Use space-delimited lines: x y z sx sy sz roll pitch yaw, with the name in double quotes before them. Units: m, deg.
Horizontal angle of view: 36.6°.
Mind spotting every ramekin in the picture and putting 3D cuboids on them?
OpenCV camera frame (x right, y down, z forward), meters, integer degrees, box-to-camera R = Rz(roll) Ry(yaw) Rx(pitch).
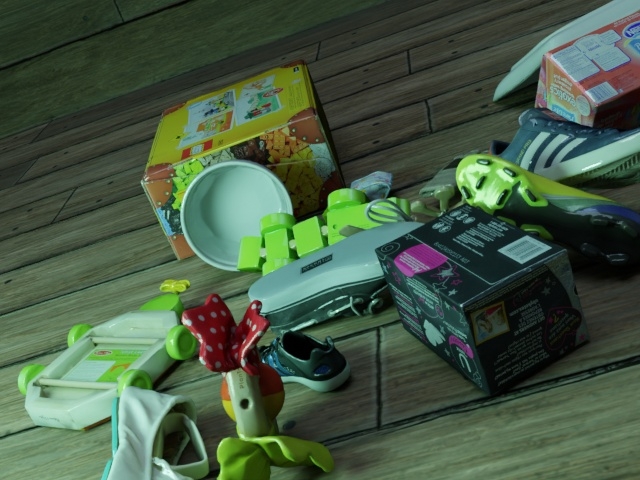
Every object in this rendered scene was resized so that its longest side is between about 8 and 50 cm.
"ramekin" -0.153 -0.055 1.805 0.207 0.207 0.109 -20 13 4

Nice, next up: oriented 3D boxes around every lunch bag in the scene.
"lunch bag" 0.101 -0.095 1.850 0.083 0.053 0.071 -26 19 16

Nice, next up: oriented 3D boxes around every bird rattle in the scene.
"bird rattle" -0.095 0.187 1.187 0.143 0.253 0.207 -23 -1 -3

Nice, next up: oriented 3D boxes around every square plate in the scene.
"square plate" 0.544 -0.419 1.992 0.347 0.049 0.344 -28 -3 -11

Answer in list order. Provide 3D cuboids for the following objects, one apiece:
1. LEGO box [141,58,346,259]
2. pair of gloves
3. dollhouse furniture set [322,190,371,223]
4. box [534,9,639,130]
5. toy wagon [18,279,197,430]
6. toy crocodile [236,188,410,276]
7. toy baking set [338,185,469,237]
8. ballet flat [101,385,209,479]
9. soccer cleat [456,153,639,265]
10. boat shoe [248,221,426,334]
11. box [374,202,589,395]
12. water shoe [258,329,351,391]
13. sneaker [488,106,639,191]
"LEGO box" -0.163 -0.196 2.121 0.373 0.193 0.500 -20 23 5
"pair of gloves" 0.312 -0.127 1.727 0.240 0.042 0.204 -10 18 30
"dollhouse furniture set" 0.038 -0.019 1.774 0.076 0.058 0.151 13 60 43
"box" 0.542 -0.287 1.682 0.300 0.142 0.154 -26 57 -14
"toy wagon" -0.324 0.182 1.599 0.267 0.068 0.344 -3 29 37
"toy crocodile" 0.000 0.000 1.659 0.341 0.105 0.115 -17 64 23
"toy baking set" 0.168 -0.031 1.511 0.256 0.197 0.030 -16 60 23
"ballet flat" -0.203 0.297 1.186 0.139 0.139 0.400 -21 22 2
"soccer cleat" 0.329 -0.044 1.377 0.289 0.093 0.121 25 20 19
"boat shoe" 0.044 0.068 1.476 0.306 0.105 0.113 -24 26 13
"box" 0.209 0.069 1.280 0.163 0.142 0.247 -26 25 -13
"water shoe" -0.041 0.159 1.380 0.203 0.080 0.073 1 32 43
"sneaker" 0.375 -0.145 1.455 0.131 0.148 0.350 9 -17 -36
